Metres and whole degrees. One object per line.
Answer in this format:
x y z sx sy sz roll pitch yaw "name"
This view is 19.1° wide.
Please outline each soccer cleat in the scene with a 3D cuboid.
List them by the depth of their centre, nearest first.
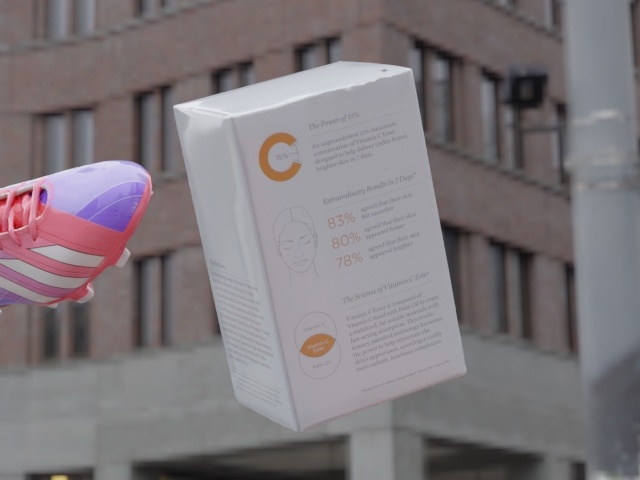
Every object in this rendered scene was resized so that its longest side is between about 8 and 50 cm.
-0.198 -0.004 1.183 0.095 0.083 0.248 35 -33 -27 "soccer cleat"

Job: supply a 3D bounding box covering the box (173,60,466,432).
0.000 0.000 2.044 0.215 0.345 0.168 -17 15 -24 "box"
